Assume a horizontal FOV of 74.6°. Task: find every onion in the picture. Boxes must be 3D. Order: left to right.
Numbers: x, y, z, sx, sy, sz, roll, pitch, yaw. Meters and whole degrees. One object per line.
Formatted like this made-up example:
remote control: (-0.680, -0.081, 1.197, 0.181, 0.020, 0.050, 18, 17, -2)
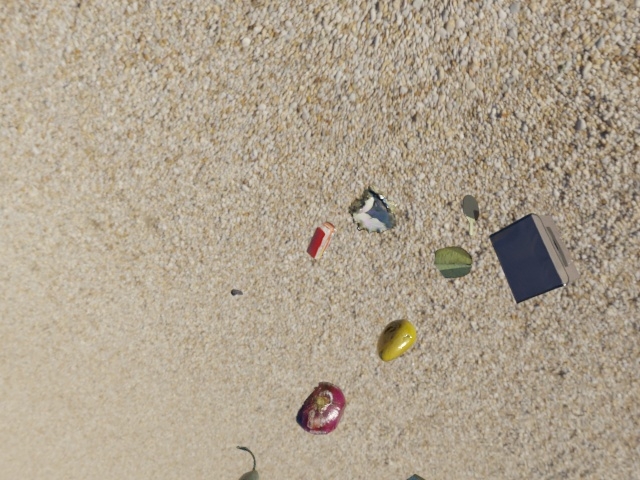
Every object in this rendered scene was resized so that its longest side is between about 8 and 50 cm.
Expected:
onion: (0.014, 0.645, 1.582, 0.140, 0.195, 0.218, 24, 149, 22)

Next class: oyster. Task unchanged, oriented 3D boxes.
oyster: (0.207, -0.116, 1.688, 0.198, 0.092, 0.259, 3, 151, 19)

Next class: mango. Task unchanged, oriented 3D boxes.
mango: (0.290, 0.387, 1.630, 0.137, 0.195, 0.098, -1, 125, 45)

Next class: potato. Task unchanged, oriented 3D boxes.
potato: (0.523, 0.086, 1.603, 0.149, 0.081, 0.120, 0, 149, 37)

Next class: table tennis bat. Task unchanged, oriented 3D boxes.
table tennis bat: (0.538, -0.091, 1.503, 0.087, 0.156, 0.013, 19, 159, -30)

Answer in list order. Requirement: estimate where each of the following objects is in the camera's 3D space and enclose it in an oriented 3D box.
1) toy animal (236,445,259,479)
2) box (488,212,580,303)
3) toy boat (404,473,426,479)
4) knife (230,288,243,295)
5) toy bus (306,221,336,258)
toy animal: (-0.222, 0.711, 1.271, 0.079, 0.253, 0.070, 29, 104, -13)
box: (0.726, 0.059, 1.430, 0.153, 0.252, 0.188, -4, 156, -37)
toy boat: (0.223, 0.625, 0.944, 0.075, 0.077, 0.185, -12, 105, -24)
knife: (-0.381, 0.241, 1.935, 0.018, 0.121, 0.031, -34, 73, 8)
toy bus: (0.000, 0.000, 1.870, 0.079, 0.077, 0.174, 41, 124, 26)
